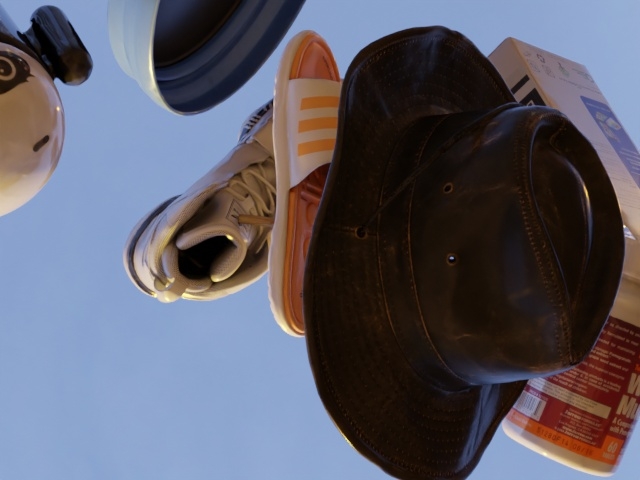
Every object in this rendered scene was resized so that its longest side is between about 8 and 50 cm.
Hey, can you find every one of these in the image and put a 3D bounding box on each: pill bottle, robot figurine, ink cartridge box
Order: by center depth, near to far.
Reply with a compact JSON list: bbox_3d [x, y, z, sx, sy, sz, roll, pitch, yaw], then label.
[{"bbox_3d":[-0.330,-0.135,1.112,0.174,0.278,0.209,26,-73,-43],"label":"robot figurine"},{"bbox_3d":[0.270,0.106,1.236,0.121,0.121,0.221,21,-87,-29],"label":"pill bottle"},{"bbox_3d":[0.317,-0.083,1.466,0.165,0.065,0.332,11,-137,-44],"label":"ink cartridge box"}]

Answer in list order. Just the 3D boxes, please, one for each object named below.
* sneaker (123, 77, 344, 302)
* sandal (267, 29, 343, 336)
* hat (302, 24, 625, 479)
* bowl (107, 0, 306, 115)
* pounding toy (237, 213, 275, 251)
[{"bbox_3d":[-0.070,-0.053,1.498,0.366,0.210,0.137,-40,-75,-5],"label":"sneaker"},{"bbox_3d":[0.012,-0.049,1.096,0.102,0.076,0.265,12,-101,-59],"label":"sandal"},{"bbox_3d":[0.131,0.009,0.880,0.331,0.134,0.331,3,-93,-52],"label":"hat"},{"bbox_3d":[-0.101,-0.330,1.439,0.077,0.391,0.391,30,-114,15],"label":"bowl"},{"bbox_3d":[0.000,0.000,1.376,0.130,0.141,0.100,1,-108,-27],"label":"pounding toy"}]
